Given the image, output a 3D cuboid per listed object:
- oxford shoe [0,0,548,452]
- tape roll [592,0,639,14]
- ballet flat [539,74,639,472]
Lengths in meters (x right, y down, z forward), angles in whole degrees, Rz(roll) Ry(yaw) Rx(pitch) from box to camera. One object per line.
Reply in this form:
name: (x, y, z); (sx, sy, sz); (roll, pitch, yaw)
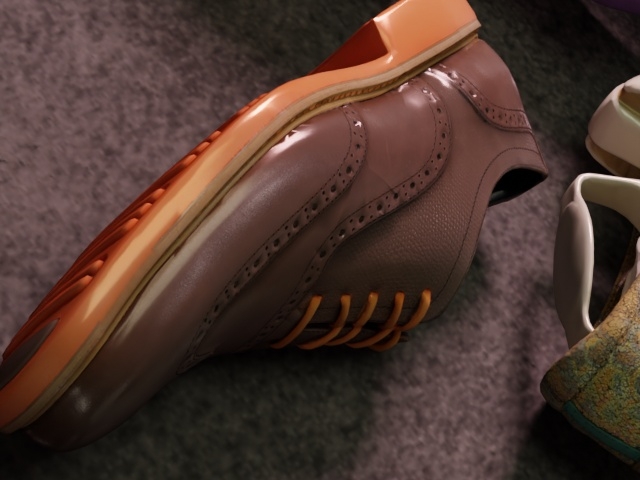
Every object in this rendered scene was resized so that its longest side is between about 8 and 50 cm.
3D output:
oxford shoe: (0.000, 0.000, 0.712); (0.133, 0.130, 0.363); (52, 47, -3)
tape roll: (0.227, -0.279, 0.964); (0.275, 0.090, 0.275); (-1, 77, 4)
ballet flat: (0.194, -0.025, 0.868); (0.123, 0.123, 0.348); (33, 49, -11)
